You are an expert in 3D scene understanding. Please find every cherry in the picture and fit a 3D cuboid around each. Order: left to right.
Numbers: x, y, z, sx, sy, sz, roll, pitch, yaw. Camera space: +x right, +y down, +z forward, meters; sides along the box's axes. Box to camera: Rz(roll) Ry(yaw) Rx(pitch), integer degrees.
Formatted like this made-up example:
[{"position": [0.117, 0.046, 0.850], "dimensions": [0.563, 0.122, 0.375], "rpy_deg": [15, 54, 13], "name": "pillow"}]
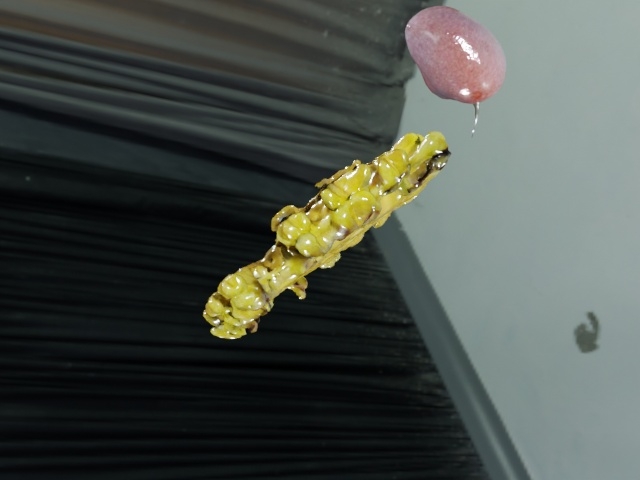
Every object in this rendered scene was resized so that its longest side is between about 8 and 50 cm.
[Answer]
[{"position": [0.149, -0.196, 0.967], "dimensions": [0.087, 0.126, 0.106], "rpy_deg": [-40, 46, -7], "name": "cherry"}]

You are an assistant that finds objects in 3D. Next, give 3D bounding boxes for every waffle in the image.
[{"position": [0.000, 0.000, 0.757], "dimensions": [0.051, 0.228, 0.231], "rpy_deg": [48, 158, 5], "name": "waffle"}]
